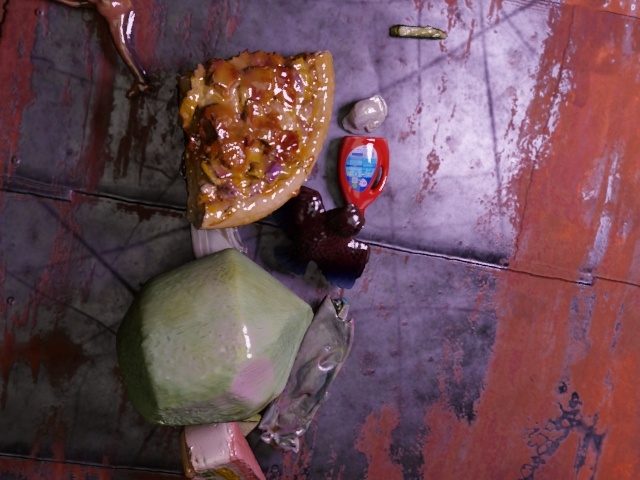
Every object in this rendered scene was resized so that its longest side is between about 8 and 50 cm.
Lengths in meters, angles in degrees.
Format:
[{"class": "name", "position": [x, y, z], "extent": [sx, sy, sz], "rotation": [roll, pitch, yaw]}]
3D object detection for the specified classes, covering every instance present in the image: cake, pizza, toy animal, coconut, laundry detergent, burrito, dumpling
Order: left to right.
[{"class": "toy animal", "position": [-0.364, -0.381, 1.322], "extent": [0.229, 0.066, 0.224], "rotation": [23, 93, -13]}, {"class": "coconut", "position": [-0.168, 0.163, 1.287], "extent": [0.328, 0.328, 0.281], "rotation": [-17, 83, -4]}, {"class": "cake", "position": [-0.171, 0.418, 1.382], "extent": [0.109, 0.090, 0.225], "rotation": [-19, 127, -2]}, {"class": "pizza", "position": [-0.113, -0.197, 1.290], "extent": [0.278, 0.114, 0.409], "rotation": [48, 62, -19]}, {"class": "burrito", "position": [-0.019, 0.249, 1.428], "extent": [0.096, 0.066, 0.309], "rotation": [25, 90, -6]}, {"class": "toy animal", "position": [0.005, -0.003, 1.348], "extent": [0.116, 0.179, 0.218], "rotation": [-43, 99, -27]}, {"class": "laundry detergent", "position": [0.076, -0.108, 1.410], "extent": [0.097, 0.049, 0.165], "rotation": [2, 99, -10]}, {"class": "dumpling", "position": [0.082, -0.224, 1.392], "extent": [0.076, 0.052, 0.057], "rotation": [-39, 88, -11]}]

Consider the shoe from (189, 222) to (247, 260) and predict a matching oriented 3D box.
[{"class": "shoe", "position": [-0.182, -0.094, 1.358], "extent": [0.098, 0.103, 0.275], "rotation": [-2, 102, -6]}]

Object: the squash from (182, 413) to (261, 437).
[{"class": "squash", "position": [-0.216, 0.325, 1.410], "extent": [0.200, 0.090, 0.075], "rotation": [20, 61, -5]}]

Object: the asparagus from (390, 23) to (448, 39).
[{"class": "asparagus", "position": [0.182, -0.379, 1.402], "extent": [0.108, 0.021, 0.025], "rotation": [3, 95, -7]}]
